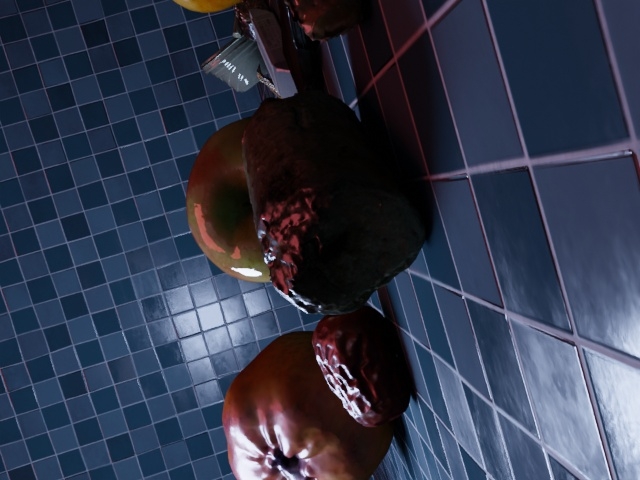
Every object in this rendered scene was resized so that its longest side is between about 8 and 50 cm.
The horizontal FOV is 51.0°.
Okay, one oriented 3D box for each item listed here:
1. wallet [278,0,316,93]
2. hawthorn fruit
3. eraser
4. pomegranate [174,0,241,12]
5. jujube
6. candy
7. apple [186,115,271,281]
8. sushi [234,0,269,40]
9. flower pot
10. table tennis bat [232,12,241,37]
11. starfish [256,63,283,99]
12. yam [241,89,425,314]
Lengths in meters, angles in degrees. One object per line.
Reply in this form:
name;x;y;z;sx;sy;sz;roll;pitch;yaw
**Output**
wallet;-0.043;-0.369;1.175;0.318;0.045;0.173;82;173;-68
hawthorn fruit;-0.015;0.456;1.728;0.472;0.471;0.472;163;90;-86
eraser;-0.101;-0.433;1.547;0.352;0.061;0.089;-111;7;-46
pomegranate;-0.253;-0.633;1.483;0.264;0.264;0.265;163;90;-86
jujube;0.081;0.235;1.271;0.155;0.155;0.230;90;156;-75
candy;0.002;-0.272;0.750;0.110;0.085;0.095;-82;-29;-76
apple;-0.098;-0.081;1.296;0.277;0.319;0.319;-3;-104;-74
sushi;-0.174;-0.579;1.739;0.078;0.090;0.150;84;171;-46
flower pot;-0.224;-0.524;1.956;0.141;0.235;0.235;51;-177;-20
table tennis bat;-0.216;-0.673;1.836;0.138;0.022;0.247;77;-162;-79
starfish;-0.081;-0.346;1.697;0.238;0.057;0.213;57;178;-21
yam;0.006;-0.052;0.848;0.300;0.195;0.195;-110;5;-54
